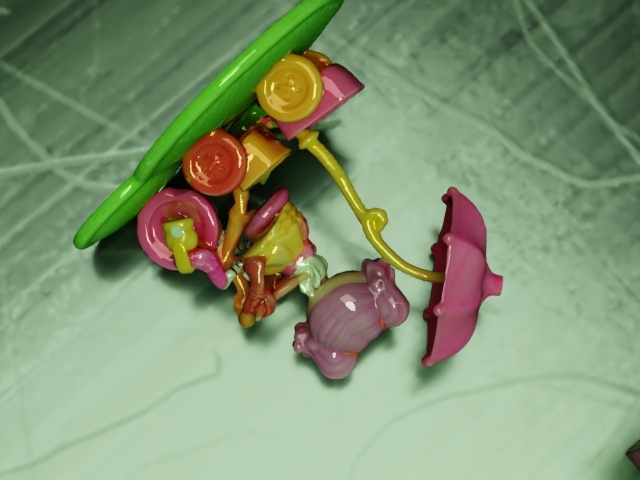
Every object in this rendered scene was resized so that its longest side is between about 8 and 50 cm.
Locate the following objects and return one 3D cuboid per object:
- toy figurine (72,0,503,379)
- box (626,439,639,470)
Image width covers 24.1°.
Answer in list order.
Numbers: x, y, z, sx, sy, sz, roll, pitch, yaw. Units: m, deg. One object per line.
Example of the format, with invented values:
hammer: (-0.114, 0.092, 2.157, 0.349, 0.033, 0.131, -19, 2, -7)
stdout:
toy figurine: (0.000, 0.000, 0.681, 0.173, 0.130, 0.159, -43, 90, 13)
box: (0.300, 0.103, 0.647, 0.243, 0.117, 0.213, -35, 80, -7)
